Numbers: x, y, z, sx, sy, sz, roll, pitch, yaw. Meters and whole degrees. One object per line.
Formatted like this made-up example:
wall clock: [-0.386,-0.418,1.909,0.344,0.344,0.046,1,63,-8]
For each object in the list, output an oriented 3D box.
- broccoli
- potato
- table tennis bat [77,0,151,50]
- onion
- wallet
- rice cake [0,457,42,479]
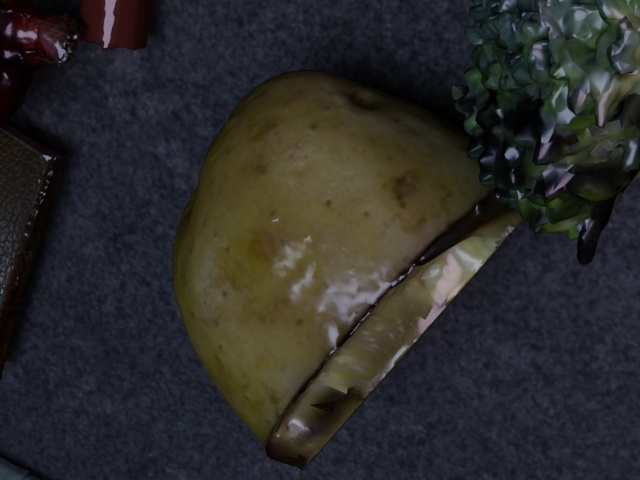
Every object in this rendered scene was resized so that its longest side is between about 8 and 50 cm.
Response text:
broccoli: [0.243,-0.138,0.931,0.281,0.348,0.293,32,164,1]
potato: [0.000,0.000,1.113,0.242,0.242,0.285,38,128,7]
table tennis bat: [-0.130,-0.345,1.125,0.268,0.051,0.414,20,115,19]
onion: [-0.275,-0.164,1.222,0.198,0.135,0.173,2,113,10]
wallet: [-0.306,-0.004,1.347,0.133,0.039,0.243,31,120,18]
rice cake: [-0.283,0.239,1.427,0.245,0.045,0.042,25,119,14]
